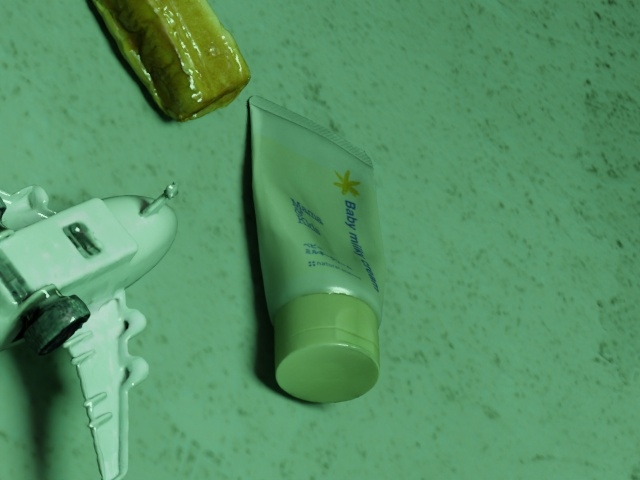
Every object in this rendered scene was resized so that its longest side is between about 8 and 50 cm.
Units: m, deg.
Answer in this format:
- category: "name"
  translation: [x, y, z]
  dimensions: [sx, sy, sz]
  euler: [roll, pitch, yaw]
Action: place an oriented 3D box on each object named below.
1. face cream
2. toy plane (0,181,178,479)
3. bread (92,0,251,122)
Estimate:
- category: "face cream"
  translation: [0.000, 0.000, 1.369]
  dimensions: [0.114, 0.070, 0.224]
  euler: [26, 44, -31]
- category: "toy plane"
  translation: [-0.162, 0.022, 1.172]
  dimensions: [0.251, 0.101, 0.255]
  euler: [51, 43, 8]
- category: "bread"
  translation: [-0.103, -0.145, 1.350]
  dimensions: [0.074, 0.053, 0.132]
  euler: [-34, 93, -43]
